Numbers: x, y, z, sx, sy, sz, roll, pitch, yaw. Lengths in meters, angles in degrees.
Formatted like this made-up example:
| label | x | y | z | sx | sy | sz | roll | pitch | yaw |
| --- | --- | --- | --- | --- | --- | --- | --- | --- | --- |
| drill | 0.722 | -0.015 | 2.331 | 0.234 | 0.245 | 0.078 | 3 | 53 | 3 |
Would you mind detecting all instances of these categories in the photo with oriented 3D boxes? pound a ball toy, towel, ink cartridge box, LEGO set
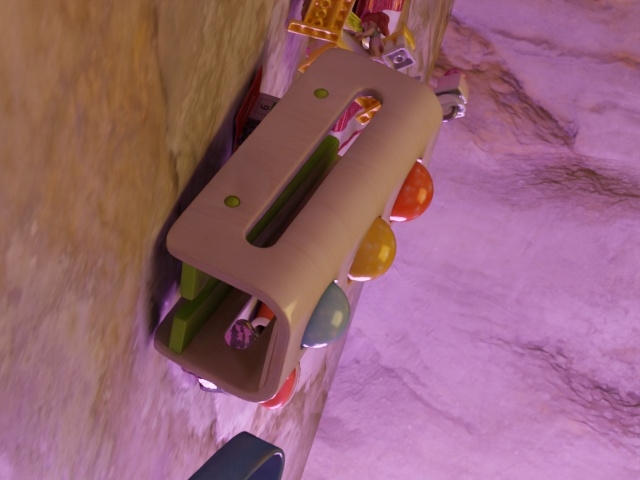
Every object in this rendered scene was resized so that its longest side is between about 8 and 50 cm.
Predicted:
| label | x | y | z | sx | sy | sz | roll | pitch | yaw |
| --- | --- | --- | --- | --- | --- | --- | --- | --- | --- |
| pound a ball toy | 0.000 | 0.000 | 1.135 | 0.319 | 0.136 | 0.208 | -53 | 164 | -42 |
| towel | 0.071 | -0.268 | 1.670 | 0.237 | 0.037 | 0.328 | -49 | 156 | -72 |
| ink cartridge box | -0.049 | -0.085 | 1.166 | 0.115 | 0.029 | 0.062 | 98 | 13 | -59 |
| LEGO set | 0.037 | -0.217 | 1.240 | 0.287 | 0.132 | 0.107 | 64 | 21 | -47 |

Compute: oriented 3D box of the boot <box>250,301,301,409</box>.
| label | x | y | z | sx | sy | sz | roll | pitch | yaw |
| --- | --- | --- | --- | --- | --- | --- | --- | --- | --- |
| boot | -0.059 | 0.134 | 1.562 | 0.084 | 0.059 | 0.157 | -57 | 155 | -57 |

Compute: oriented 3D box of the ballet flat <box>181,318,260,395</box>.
| label | x | y | z | sx | sy | sz | roll | pitch | yaw |
| --- | --- | --- | --- | --- | --- | --- | --- | --- | --- |
| ballet flat | -0.073 | 0.107 | 1.247 | 0.076 | 0.079 | 0.221 | -61 | 172 | -6 |

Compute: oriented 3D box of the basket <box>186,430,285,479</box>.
| label | x | y | z | sx | sy | sz | roll | pitch | yaw |
| --- | --- | --- | --- | --- | --- | --- | --- | --- | --- |
| basket | -0.118 | 0.256 | 0.719 | 0.289 | 0.201 | 0.254 | -41 | 148 | -59 |
